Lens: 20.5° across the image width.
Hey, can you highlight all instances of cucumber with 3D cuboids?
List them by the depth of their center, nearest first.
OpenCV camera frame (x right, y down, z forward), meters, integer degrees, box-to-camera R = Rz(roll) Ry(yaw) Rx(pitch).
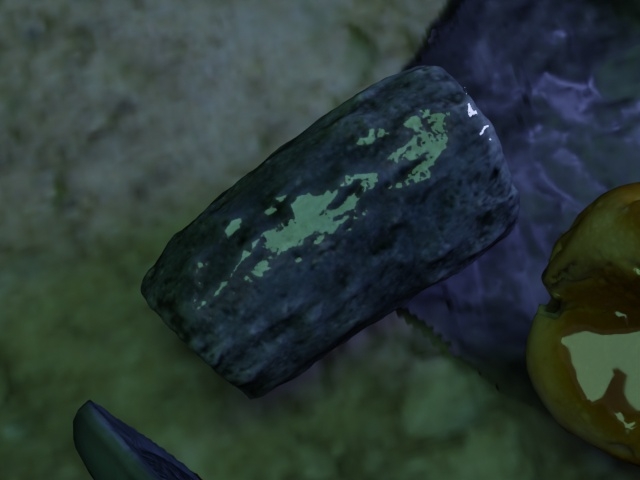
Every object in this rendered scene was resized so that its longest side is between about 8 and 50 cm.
[{"bbox_3d":[0.002,-0.001,0.529,0.112,0.064,0.064,-35,67,-8],"label":"cucumber"}]

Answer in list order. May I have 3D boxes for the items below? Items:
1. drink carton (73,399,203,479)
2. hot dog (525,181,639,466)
[{"bbox_3d":[-0.042,0.164,0.404,0.189,0.191,0.185,-43,70,-4],"label":"drink carton"},{"bbox_3d":[0.179,0.047,0.480,0.249,0.076,0.102,17,107,16],"label":"hot dog"}]
